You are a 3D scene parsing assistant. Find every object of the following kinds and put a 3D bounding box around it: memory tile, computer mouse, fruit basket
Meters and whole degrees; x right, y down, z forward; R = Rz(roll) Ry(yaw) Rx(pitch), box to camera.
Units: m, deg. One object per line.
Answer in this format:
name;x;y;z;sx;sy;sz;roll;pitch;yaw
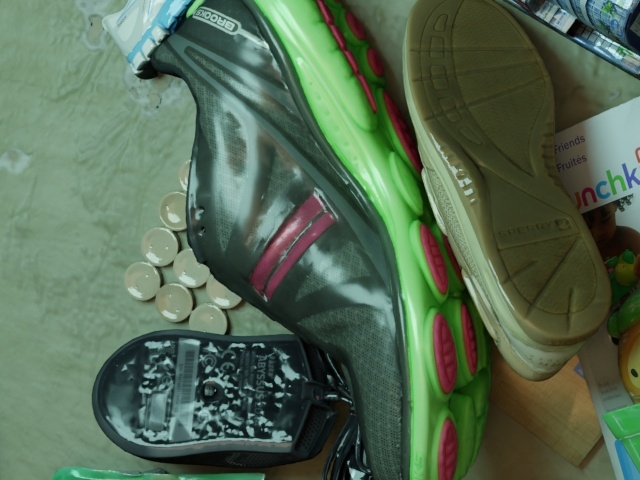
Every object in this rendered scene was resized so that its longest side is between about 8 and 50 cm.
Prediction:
memory tile;-0.107;0.008;1.382;0.113;0.012;0.148;31;101;11
computer mouse;-0.065;0.152;1.341;0.272;0.072;0.189;4;67;10
fruit basket;0.318;0.040;1.168;0.327;0.165;0.353;-23;82;40

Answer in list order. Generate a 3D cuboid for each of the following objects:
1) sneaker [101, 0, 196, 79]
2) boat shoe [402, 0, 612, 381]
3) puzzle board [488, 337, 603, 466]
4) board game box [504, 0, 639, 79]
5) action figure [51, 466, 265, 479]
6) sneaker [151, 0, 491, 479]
sneaker;-0.126;-0.239;1.345;0.083;0.071;0.191;45;102;13
boat shoe;0.134;-0.050;1.241;0.121;0.110;0.341;-6;62;-12
puzzle board;0.199;0.119;1.313;0.128;0.011;0.096;38;100;9
board game box;0.191;-0.203;1.225;0.194;0.194;0.060;34;100;24
action figure;-0.166;0.254;1.385;0.232;0.063;0.137;9;97;10
sneaker;0.000;0.000;1.279;0.202;0.185;0.483;-27;74;20
